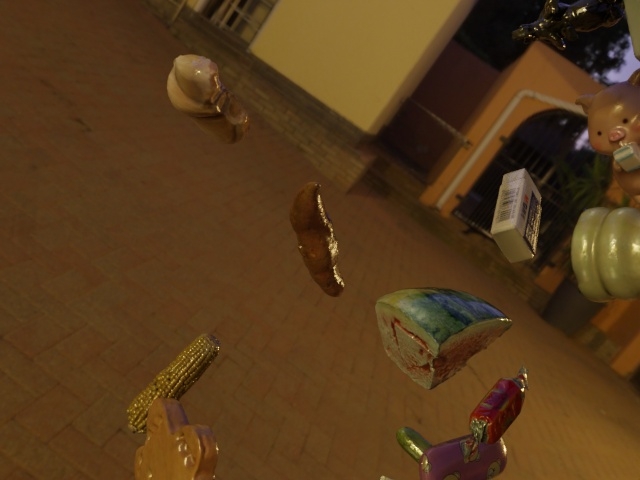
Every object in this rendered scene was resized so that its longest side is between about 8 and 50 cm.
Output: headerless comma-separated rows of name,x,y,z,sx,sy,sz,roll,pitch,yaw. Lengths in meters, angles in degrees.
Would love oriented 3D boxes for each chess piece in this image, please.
chess piece,0.620,0.019,1.062,0.182,0.182,0.330,26,-19,-36

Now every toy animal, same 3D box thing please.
toy animal,0.736,-0.240,1.482,0.256,0.195,0.213,42,52,-24
toy animal,0.542,-0.473,1.359,0.245,0.114,0.146,0,17,18

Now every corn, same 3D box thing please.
corn,-0.386,0.375,1.645,0.097,0.320,0.097,42,-9,8

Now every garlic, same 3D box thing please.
garlic,-0.247,-0.294,1.328,0.217,0.110,0.228,52,-6,-38

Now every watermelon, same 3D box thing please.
watermelon,0.246,0.198,1.295,0.261,0.201,0.213,-4,23,-36

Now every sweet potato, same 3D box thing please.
sweet potato,-0.010,-0.009,1.415,0.106,0.095,0.355,31,-33,38

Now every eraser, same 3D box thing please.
eraser,0.566,-0.075,1.799,0.124,0.081,0.279,50,42,-24

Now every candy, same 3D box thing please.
candy,0.379,0.366,1.346,0.059,0.086,0.292,9,30,41

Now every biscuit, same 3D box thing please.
biscuit,-0.202,0.403,0.914,0.052,0.275,0.355,3,33,-35

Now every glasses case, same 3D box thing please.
glasses case,0.386,0.590,1.676,0.316,0.123,0.076,-2,-9,-36

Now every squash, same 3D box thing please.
squash,0.310,0.618,1.781,0.239,0.069,0.069,36,11,30

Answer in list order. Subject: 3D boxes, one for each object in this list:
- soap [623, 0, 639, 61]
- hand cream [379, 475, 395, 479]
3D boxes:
soap,0.643,-0.371,0.838,0.261,0.446,0.156,-133,-153,-79
hand cream,0.259,0.699,1.681,0.234,0.080,0.050,3,-13,34
